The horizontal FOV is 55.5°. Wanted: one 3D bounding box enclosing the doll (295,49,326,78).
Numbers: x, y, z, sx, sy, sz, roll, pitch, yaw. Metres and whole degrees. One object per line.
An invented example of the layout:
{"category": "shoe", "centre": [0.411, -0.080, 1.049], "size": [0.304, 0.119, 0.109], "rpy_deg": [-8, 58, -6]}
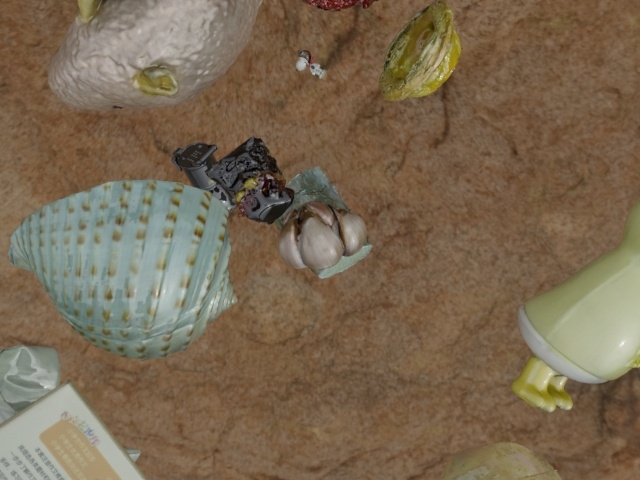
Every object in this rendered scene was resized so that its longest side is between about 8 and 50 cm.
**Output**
{"category": "doll", "centre": [-0.024, -0.452, 1.557], "size": [0.085, 0.040, 0.058], "rpy_deg": [19, 110, 5]}

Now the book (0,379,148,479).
{"category": "book", "centre": [-0.332, 0.311, 0.634], "size": [0.295, 0.020, 0.208], "rpy_deg": [-33, 104, -11]}

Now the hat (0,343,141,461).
{"category": "hat", "centre": [-0.399, 0.309, 0.838], "size": [0.168, 0.258, 0.301], "rpy_deg": [-8, 122, -47]}

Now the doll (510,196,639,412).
{"category": "doll", "centre": [0.302, 0.048, 0.594], "size": [0.141, 0.117, 0.296], "rpy_deg": [16, 122, -42]}

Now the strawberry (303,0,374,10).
{"category": "strawberry", "centre": [0.035, -0.678, 1.503], "size": [0.220, 0.274, 0.274], "rpy_deg": [-44, 114, -12]}

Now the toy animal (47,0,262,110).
{"category": "toy animal", "centre": [-0.219, -0.297, 0.871], "size": [0.358, 0.226, 0.188], "rpy_deg": [-37, 105, -11]}

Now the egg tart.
{"category": "egg tart", "centre": [0.251, -0.457, 1.513], "size": [0.118, 0.288, 0.288], "rpy_deg": [24, 110, -23]}

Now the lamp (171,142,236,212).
{"category": "lamp", "centre": [-0.337, -0.192, 1.737], "size": [0.147, 0.172, 0.227], "rpy_deg": [-48, 145, -21]}

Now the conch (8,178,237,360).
{"category": "conch", "centre": [-0.271, 0.059, 0.896], "size": [0.319, 0.215, 0.303], "rpy_deg": [-4, 149, -31]}

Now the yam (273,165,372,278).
{"category": "yam", "centre": [-0.004, -0.054, 1.998], "size": [0.241, 0.241, 0.348], "rpy_deg": [-40, 70, 12]}

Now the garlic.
{"category": "garlic", "centre": [0.000, 0.000, 1.572], "size": [0.214, 0.160, 0.191], "rpy_deg": [5, 146, 24]}

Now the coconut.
{"category": "coconut", "centre": [0.298, 0.464, 1.038], "size": [0.236, 0.197, 0.237], "rpy_deg": [5, 118, 9]}

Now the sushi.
{"category": "sushi", "centre": [-0.146, -0.120, 1.454], "size": [0.153, 0.150, 0.172], "rpy_deg": [-36, 151, 0]}
